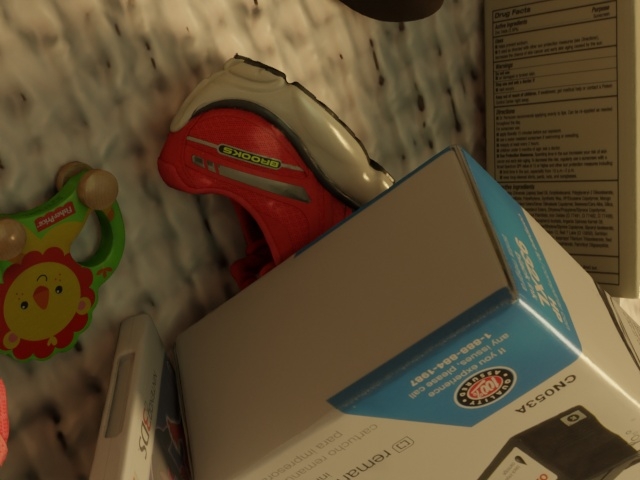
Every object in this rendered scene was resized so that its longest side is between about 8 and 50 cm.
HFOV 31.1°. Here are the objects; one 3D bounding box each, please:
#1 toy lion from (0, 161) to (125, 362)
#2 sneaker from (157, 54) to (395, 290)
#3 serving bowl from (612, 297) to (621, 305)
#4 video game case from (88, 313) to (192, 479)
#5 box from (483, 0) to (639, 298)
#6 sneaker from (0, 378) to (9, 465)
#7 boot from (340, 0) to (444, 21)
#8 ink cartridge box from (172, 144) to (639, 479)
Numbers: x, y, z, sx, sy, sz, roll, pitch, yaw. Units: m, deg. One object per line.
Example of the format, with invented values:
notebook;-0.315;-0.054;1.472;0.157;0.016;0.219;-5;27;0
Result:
toy lion;-0.152;0.017;0.653;0.100;0.034;0.096;-33;123;-32
sneaker;0.000;0.000;0.752;0.118;0.107;0.279;-48;123;-2
serving bowl;0.218;0.052;0.970;0.083;0.027;0.083;-7;101;-39
video game case;-0.076;0.167;0.656;0.023;0.183;0.201;-18;114;4
box;0.214;-0.078;0.850;0.127;0.149;0.232;-3;94;-35
sneaker;-0.260;0.035;0.443;0.136;0.314;0.116;-52;170;-43
boot;-0.013;-0.267;0.691;0.305;0.112;0.115;41;56;-44
ink cartridge box;0.094;0.118;0.732;0.223;0.129;0.307;-36;132;19
